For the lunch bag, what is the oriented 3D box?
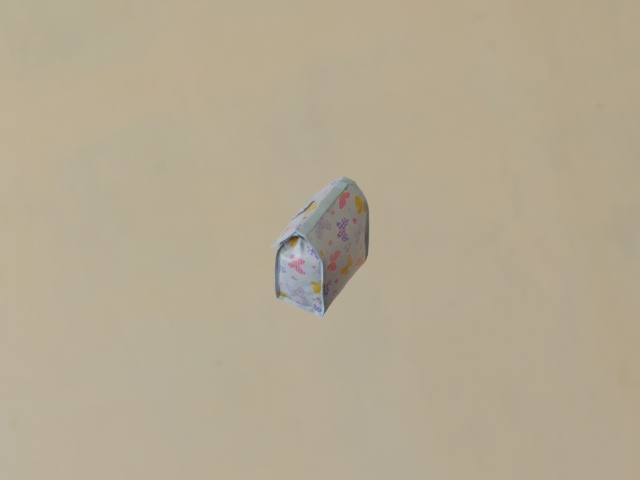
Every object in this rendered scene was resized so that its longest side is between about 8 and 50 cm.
[{"bbox_3d":[0.000,0.000,1.427,0.071,0.053,0.083,-52,-22,-35],"label":"lunch bag"}]
